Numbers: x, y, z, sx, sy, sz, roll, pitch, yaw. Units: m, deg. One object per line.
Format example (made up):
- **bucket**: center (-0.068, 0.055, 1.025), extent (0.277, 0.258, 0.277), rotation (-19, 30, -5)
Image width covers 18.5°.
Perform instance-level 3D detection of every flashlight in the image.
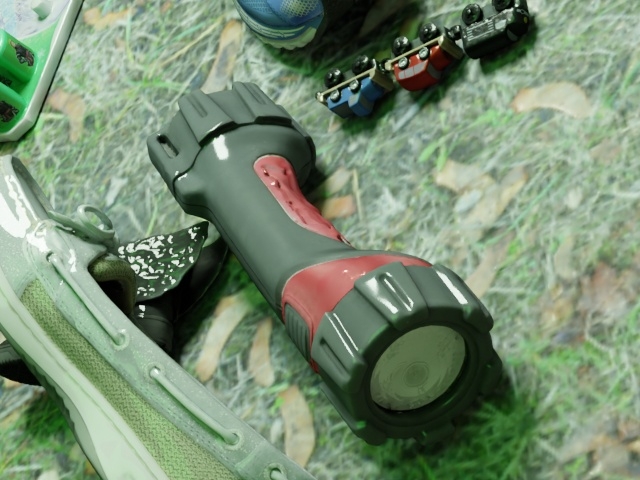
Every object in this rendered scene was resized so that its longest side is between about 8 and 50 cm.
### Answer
- **flashlight**: center (0.000, 0.000, 1.183), extent (0.103, 0.103, 0.304), rotation (-49, 37, 11)

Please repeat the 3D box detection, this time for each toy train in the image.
- **toy train**: center (0.064, -0.113, 1.249), extent (0.158, 0.027, 0.036), rotation (-23, 61, 29)

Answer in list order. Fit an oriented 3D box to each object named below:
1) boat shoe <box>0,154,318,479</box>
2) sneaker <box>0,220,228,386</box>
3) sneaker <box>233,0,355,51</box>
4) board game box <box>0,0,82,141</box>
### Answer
- **boat shoe**: center (-0.119, 0.064, 1.194), extent (0.103, 0.118, 0.320), rotation (-37, 62, 0)
- **sneaker**: center (-0.143, 0.042, 1.310), extent (0.170, 0.051, 0.089), rotation (-11, 59, 29)
- **sneaker**: center (-0.064, -0.249, 1.363), extent (0.130, 0.147, 0.330), rotation (-47, 43, 7)
- **board game box**: center (-0.326, -0.258, 1.674), extent (0.390, 0.050, 0.390), rotation (-1, 62, 42)
